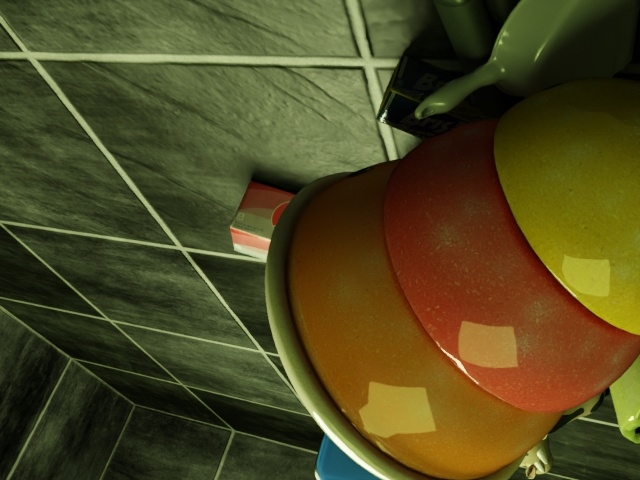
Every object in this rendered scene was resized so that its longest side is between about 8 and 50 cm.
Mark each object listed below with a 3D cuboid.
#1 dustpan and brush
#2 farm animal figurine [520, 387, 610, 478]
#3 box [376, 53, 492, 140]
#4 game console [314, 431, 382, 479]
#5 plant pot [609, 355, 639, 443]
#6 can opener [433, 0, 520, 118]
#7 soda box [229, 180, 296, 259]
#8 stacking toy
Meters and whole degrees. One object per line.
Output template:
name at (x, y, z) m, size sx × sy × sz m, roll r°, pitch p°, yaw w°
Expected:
dustpan and brush at (0.178, -0.158, 0.575) m, size 0.060 × 0.211 × 0.147 m, roll 46°, pitch 169°, yaw 37°
farm animal figurine at (0.333, 0.293, 1.077) m, size 0.172 × 0.326 × 0.330 m, roll 51°, pitch 172°, yaw 38°
box at (0.151, -0.135, 0.717) m, size 0.168 × 0.059 × 0.054 m, roll 21°, pitch 149°, yaw -2°
game console at (0.091, 0.252, 1.121) m, size 0.173 × 0.293 × 0.250 m, roll 17°, pitch 173°, yaw -5°
plant pot at (0.391, 0.074, 0.677) m, size 0.276 × 0.254 × 0.276 m, roll 5°, pitch 152°, yaw 3°
can opener at (0.118, -0.229, 0.587) m, size 0.095 × 0.076 × 0.283 m, roll 39°, pitch 172°, yaw 45°
soda box at (0.000, 0.000, 1.014) m, size 0.263 × 0.092 × 0.083 m, roll 17°, pitch 154°, yaw 6°
stacking toy at (0.210, -0.014, 0.547) m, size 0.350 × 0.351 × 0.480 m, roll 31°, pitch 134°, yaw -20°
